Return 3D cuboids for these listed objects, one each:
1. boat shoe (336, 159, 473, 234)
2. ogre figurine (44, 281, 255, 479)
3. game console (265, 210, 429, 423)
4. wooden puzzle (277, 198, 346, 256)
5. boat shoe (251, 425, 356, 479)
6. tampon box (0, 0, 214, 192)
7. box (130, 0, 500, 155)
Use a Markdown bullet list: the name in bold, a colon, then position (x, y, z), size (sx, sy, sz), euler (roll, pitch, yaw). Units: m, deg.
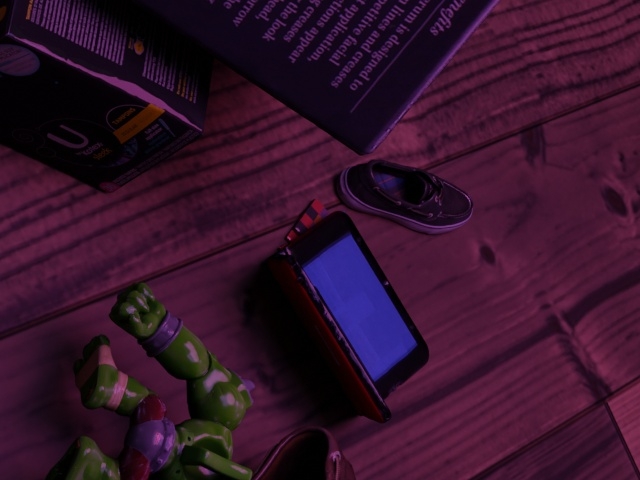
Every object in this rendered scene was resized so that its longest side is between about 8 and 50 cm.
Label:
- **boat shoe**: position (0.078, -0.037, 1.475), size (0.142, 0.040, 0.049), euler (9, 65, -38)
- **ogre figurine**: position (-0.114, 0.142, 1.190), size (0.118, 0.097, 0.197), euler (26, 52, -24)
- **game console**: position (0.031, 0.055, 1.361), size (0.085, 0.124, 0.144), euler (-33, 96, -10)
- **wooden puzzle**: position (0.000, 0.000, 1.414), size (0.049, 0.006, 0.083), euler (47, 48, -15)
- **boat shoe**: position (-0.045, 0.220, 1.194), size (0.257, 0.095, 0.095), euler (-62, 151, -53)
- **tampon box**: position (-0.172, -0.125, 1.238), size (0.161, 0.120, 0.101), euler (25, 55, -31)
- **box**: position (-0.064, -0.296, 1.244), size (0.395, 0.212, 0.293), euler (33, 25, -18)
